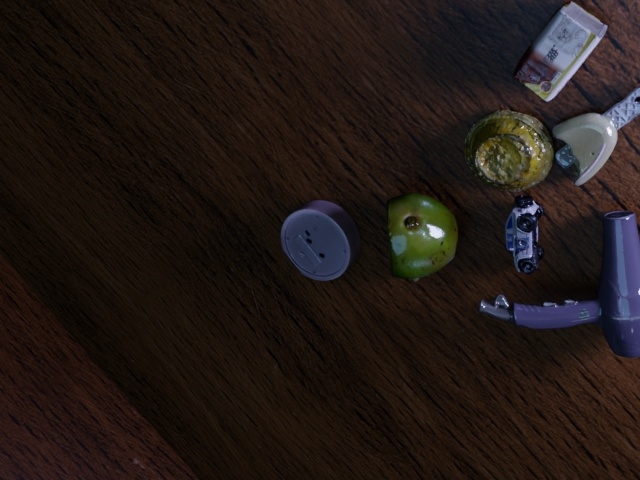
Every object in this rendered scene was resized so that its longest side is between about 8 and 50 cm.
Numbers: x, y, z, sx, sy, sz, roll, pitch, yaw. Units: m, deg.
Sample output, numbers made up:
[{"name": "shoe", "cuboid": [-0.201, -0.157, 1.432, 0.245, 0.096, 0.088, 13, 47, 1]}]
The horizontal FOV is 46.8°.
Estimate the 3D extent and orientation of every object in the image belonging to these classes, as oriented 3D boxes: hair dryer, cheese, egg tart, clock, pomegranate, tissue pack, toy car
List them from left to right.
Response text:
[{"name": "clock", "cuboid": [0.000, 0.000, 1.864, 0.197, 0.068, 0.196, 14, 121, 24]}, {"name": "pomegranate", "cuboid": [0.229, 0.012, 1.669, 0.159, 0.190, 0.240, -2, 115, 4]}, {"name": "egg tart", "cuboid": [0.386, -0.178, 1.543, 0.191, 0.074, 0.191, 16, 124, 25]}, {"name": "toy car", "cuboid": [0.438, -0.015, 1.591, 0.070, 0.080, 0.170, 5, 117, 29]}, {"name": "tissue pack", "cuboid": [0.447, -0.356, 1.388, 0.099, 0.106, 0.148, 39, 128, 6]}, {"name": "hair dryer", "cuboid": [0.507, 0.108, 1.543, 0.361, 0.121, 0.301, -9, 103, 10]}, {"name": "cheese", "cuboid": [0.551, -0.216, 1.437, 0.127, 0.050, 0.235, 49, 130, 0]}]
